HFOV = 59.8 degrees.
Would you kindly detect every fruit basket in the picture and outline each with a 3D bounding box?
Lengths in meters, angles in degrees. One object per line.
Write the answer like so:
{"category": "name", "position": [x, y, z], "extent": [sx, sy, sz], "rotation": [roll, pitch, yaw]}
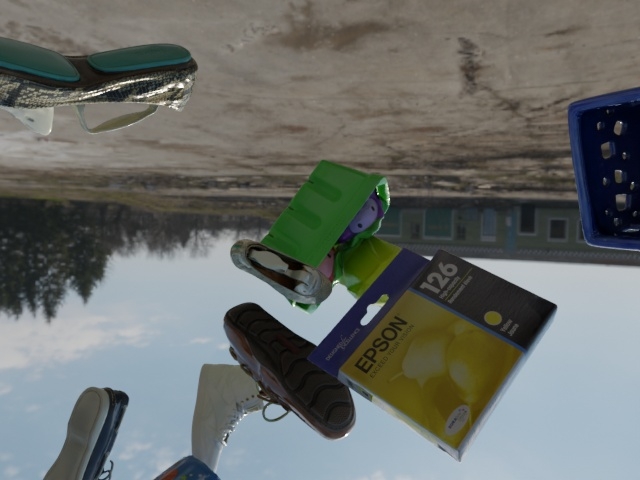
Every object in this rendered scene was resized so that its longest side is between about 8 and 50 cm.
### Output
{"category": "fruit basket", "position": [0.080, 0.038, 1.356], "extent": [0.393, 0.391, 0.283], "rotation": [2, 167, 11]}

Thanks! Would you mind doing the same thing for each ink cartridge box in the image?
{"category": "ink cartridge box", "position": [0.180, 0.153, 0.933], "extent": [0.307, 0.072, 0.303], "rotation": [29, -119, 30]}

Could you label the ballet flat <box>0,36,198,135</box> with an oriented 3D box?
{"category": "ballet flat", "position": [-0.461, -0.287, 1.065], "extent": [0.483, 0.181, 0.164], "rotation": [-12, -136, -40]}

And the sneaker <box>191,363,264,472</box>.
{"category": "sneaker", "position": [-0.229, 0.450, 1.419], "extent": [0.169, 0.292, 0.108], "rotation": [-4, 148, 5]}

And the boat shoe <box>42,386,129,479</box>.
{"category": "boat shoe", "position": [-0.395, 0.370, 0.926], "extent": [0.095, 0.254, 0.079], "rotation": [6, 164, 33]}

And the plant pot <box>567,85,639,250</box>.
{"category": "plant pot", "position": [0.538, -0.119, 0.816], "extent": [0.212, 0.235, 0.236], "rotation": [-17, -170, -28]}

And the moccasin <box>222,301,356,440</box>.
{"category": "moccasin", "position": [-0.075, 0.276, 1.137], "extent": [0.380, 0.146, 0.139], "rotation": [28, -141, 36]}

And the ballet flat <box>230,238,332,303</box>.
{"category": "ballet flat", "position": [-0.046, 0.047, 0.767], "extent": [0.168, 0.057, 0.052], "rotation": [24, 164, -25]}

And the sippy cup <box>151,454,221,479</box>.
{"category": "sippy cup", "position": [-0.308, 0.592, 1.175], "extent": [0.306, 0.239, 0.224], "rotation": [-5, -152, 48]}
